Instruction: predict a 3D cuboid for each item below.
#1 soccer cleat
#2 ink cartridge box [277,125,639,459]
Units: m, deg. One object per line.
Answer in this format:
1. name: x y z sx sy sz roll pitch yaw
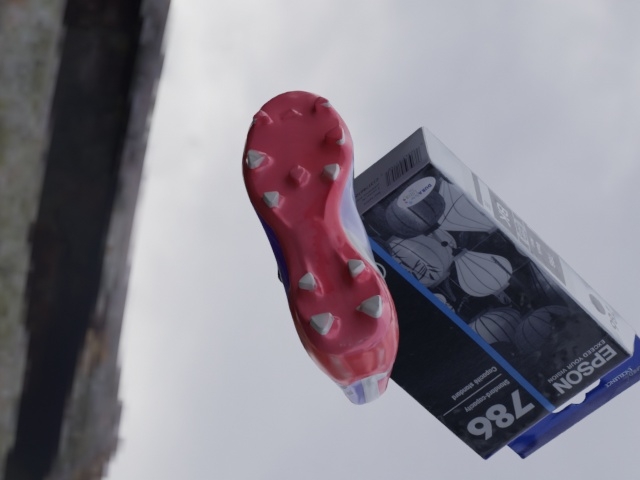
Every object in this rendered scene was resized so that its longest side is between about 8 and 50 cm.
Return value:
1. soccer cleat: 0.000 0.000 1.300 0.095 0.083 0.248 79 -5 -50
2. ink cartridge box: 0.132 0.067 1.535 0.165 0.333 0.065 -39 -151 20
